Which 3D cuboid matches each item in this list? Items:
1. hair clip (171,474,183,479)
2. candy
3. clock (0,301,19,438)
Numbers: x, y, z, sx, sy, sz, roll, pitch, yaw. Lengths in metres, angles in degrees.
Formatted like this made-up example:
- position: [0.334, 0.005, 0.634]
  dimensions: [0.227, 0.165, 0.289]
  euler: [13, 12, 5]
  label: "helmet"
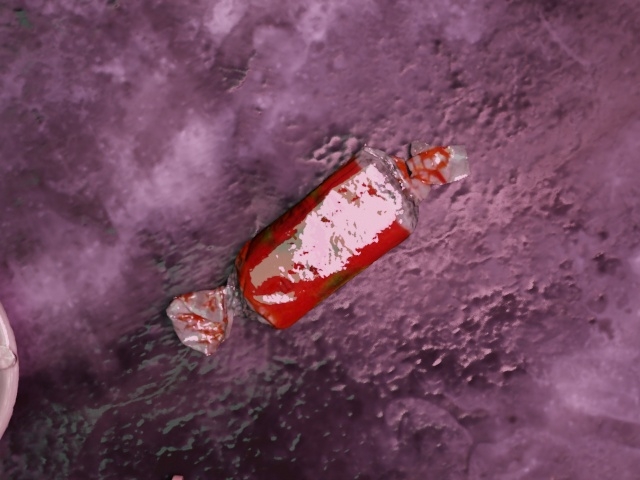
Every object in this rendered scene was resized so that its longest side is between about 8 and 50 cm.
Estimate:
- position: [-0.092, 0.304, 0.697]
  dimensions: [0.072, 0.034, 0.226]
  euler: [-36, 94, -1]
  label: "hair clip"
- position: [0.001, 0.001, 0.673]
  dimensions: [0.292, 0.059, 0.086]
  euler: [-38, 95, 1]
  label: "candy"
- position: [-0.363, 0.103, 0.666]
  dimensions: [0.237, 0.053, 0.236]
  euler: [0, 93, 0]
  label: "clock"
